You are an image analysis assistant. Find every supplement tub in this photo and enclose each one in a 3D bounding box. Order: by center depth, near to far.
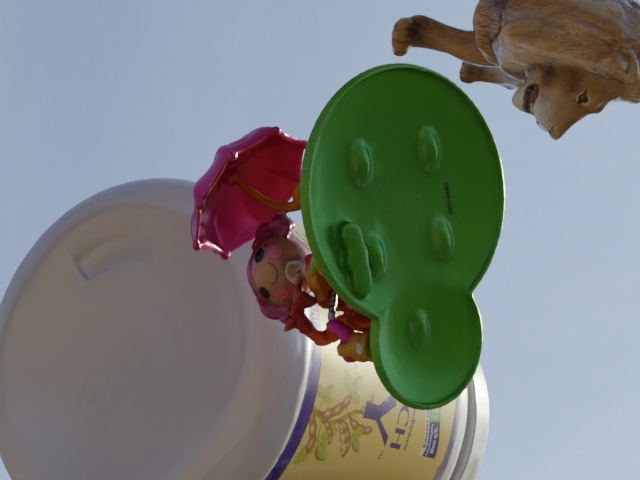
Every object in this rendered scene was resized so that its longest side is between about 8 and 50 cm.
[{"bbox_3d":[-0.044,0.105,1.371,0.241,0.241,0.331,-14,-18,28],"label":"supplement tub"}]

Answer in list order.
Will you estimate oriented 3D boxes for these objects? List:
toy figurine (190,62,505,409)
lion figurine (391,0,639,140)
[{"bbox_3d":[0.000,0.000,1.034,0.130,0.173,0.159,-15,8,-37],"label":"toy figurine"},{"bbox_3d":[0.208,-0.178,1.730,0.240,0.142,0.392,14,11,19],"label":"lion figurine"}]
